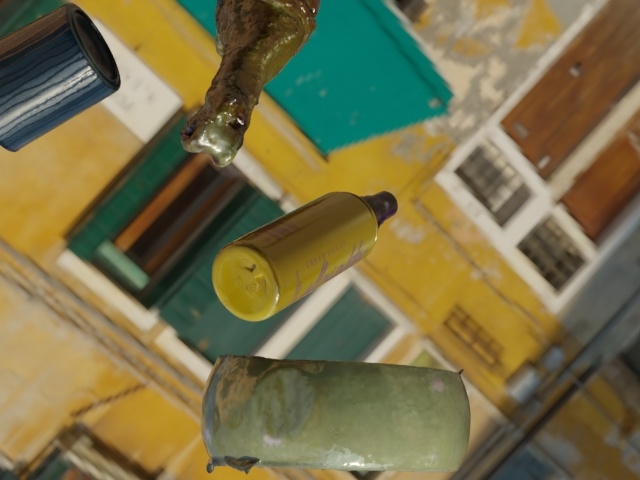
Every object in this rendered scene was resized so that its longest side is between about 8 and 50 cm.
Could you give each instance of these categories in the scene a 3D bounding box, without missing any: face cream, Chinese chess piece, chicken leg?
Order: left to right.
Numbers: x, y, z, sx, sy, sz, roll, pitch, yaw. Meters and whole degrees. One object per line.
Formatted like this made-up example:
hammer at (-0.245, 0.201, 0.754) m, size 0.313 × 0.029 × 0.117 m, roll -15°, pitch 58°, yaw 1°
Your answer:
chicken leg at (-0.075, -0.265, 1.694) m, size 0.140 × 0.211 × 0.361 m, roll 12°, pitch -143°, yaw -5°
face cream at (0.000, 0.000, 1.346) m, size 0.078 × 0.078 × 0.273 m, roll 43°, pitch -146°, yaw 12°
Chinese chess piece at (0.010, 0.125, 0.949) m, size 0.188 × 0.083 × 0.188 m, roll 3°, pitch 170°, yaw 1°

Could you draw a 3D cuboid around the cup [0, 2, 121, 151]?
cup at (-0.304, -0.192, 1.469) m, size 0.113 × 0.138 × 0.150 m, roll 44°, pitch -159°, yaw -61°
